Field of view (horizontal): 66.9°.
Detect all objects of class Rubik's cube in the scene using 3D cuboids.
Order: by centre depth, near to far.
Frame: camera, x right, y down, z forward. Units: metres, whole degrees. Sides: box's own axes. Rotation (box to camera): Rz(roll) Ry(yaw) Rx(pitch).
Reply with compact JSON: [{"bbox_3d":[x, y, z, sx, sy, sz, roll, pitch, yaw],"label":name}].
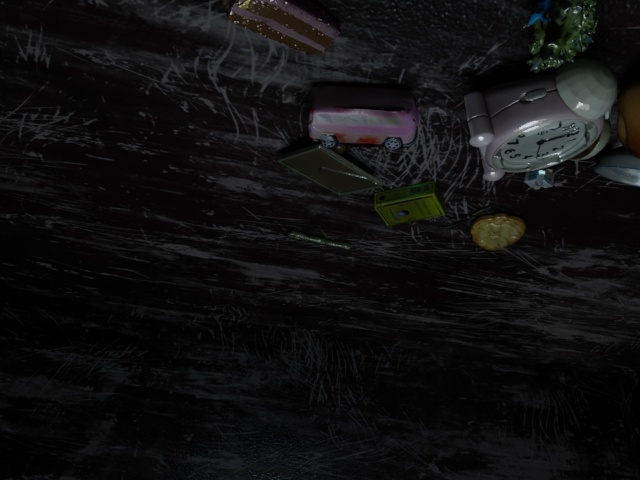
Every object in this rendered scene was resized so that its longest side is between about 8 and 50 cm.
[{"bbox_3d":[0.682,-0.199,1.491,0.084,0.075,0.073,5,171,-29],"label":"Rubik's cube"}]

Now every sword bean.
[{"bbox_3d":[0.001,0.000,2.013,0.269,0.038,0.043,12,175,-11],"label":"sword bean"}]

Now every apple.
[{"bbox_3d":[0.821,-0.295,1.144,0.253,0.254,0.253,4,151,2],"label":"apple"}]

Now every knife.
[{"bbox_3d":[0.541,-0.076,1.793,0.045,0.021,0.222,28,145,-30],"label":"knife"}]

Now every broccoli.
[{"bbox_3d":[0.499,-0.436,1.024,0.167,0.160,0.154,-14,119,50],"label":"broccoli"}]

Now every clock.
[{"bbox_3d":[0.553,-0.294,1.219,0.325,0.184,0.342,-9,166,25],"label":"clock"}]

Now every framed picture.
[{"bbox_3d":[0.032,-0.220,1.556,0.289,0.020,0.211,25,161,-37],"label":"framed picture"}]

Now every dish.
[{"bbox_3d":[0.928,-0.228,1.346,0.273,0.134,0.273,16,-176,-1],"label":"dish"}]

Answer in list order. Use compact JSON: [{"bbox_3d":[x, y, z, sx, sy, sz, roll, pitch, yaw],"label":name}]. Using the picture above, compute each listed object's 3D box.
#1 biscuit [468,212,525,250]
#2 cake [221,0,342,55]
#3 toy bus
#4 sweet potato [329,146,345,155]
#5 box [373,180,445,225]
[{"bbox_3d":[0.664,-0.030,1.838,0.202,0.041,0.260,-3,150,10],"label":"biscuit"},{"bbox_3d":[-0.090,-0.501,1.075,0.295,0.113,0.116,19,151,-33],"label":"cake"},{"bbox_3d":[0.114,-0.331,1.305,0.302,0.128,0.147,3,148,5],"label":"toy bus"},{"bbox_3d":[0.018,-0.278,1.496,0.249,0.059,0.069,-18,123,42],"label":"sweet potato"},{"bbox_3d":[0.313,-0.127,1.701,0.220,0.064,0.141,-8,149,26],"label":"box"}]
